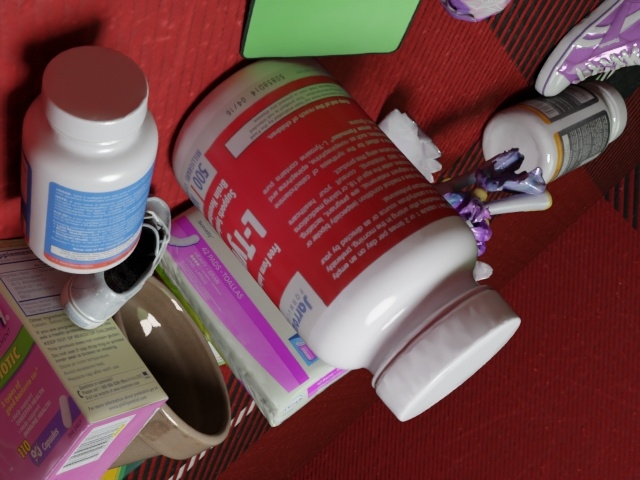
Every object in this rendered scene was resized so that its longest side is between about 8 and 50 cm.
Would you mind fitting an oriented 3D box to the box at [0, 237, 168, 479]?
[{"bbox_3d":[-0.324,0.157,1.076,0.213,0.243,0.117,-49,159,27],"label":"box"}]

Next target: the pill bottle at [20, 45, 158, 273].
[{"bbox_3d":[-0.221,-0.074,0.934,0.124,0.124,0.221,-28,159,-32],"label":"pill bottle"}]

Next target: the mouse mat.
[{"bbox_3d":[0.014,-0.241,1.047,0.190,0.007,0.152,-6,157,-16],"label":"mouse mat"}]

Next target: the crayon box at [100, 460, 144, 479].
[{"bbox_3d":[-0.452,0.426,1.697,0.278,0.081,0.165,-38,162,-5],"label":"crayon box"}]

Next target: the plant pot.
[{"bbox_3d":[-0.280,0.201,1.286,0.229,0.263,0.263,-31,163,10],"label":"plant pot"}]

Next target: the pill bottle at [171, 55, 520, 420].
[{"bbox_3d":[0.029,-0.004,1.128,0.229,0.407,0.229,-35,160,-15],"label":"pill bottle"}]

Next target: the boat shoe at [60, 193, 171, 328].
[{"bbox_3d":[-0.206,0.010,1.092,0.081,0.079,0.227,-31,-160,30],"label":"boat shoe"}]

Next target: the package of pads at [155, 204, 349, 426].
[{"bbox_3d":[-0.054,0.054,1.276,0.229,0.296,0.101,-33,163,-22],"label":"package of pads"}]

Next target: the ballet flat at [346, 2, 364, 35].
[{"bbox_3d":[0.037,-0.272,1.069,0.074,0.074,0.203,-38,164,-5],"label":"ballet flat"}]

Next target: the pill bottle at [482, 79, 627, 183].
[{"bbox_3d":[0.449,-0.207,1.857,0.278,0.162,0.162,-25,156,-37],"label":"pill bottle"}]

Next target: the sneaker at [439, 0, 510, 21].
[{"bbox_3d":[0.185,-0.318,1.219,0.236,0.095,0.104,-17,158,-52],"label":"sneaker"}]

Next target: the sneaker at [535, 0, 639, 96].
[{"bbox_3d":[0.522,-0.328,1.727,0.282,0.161,0.102,-44,163,16],"label":"sneaker"}]

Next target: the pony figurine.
[{"bbox_3d":[0.178,-0.046,1.554,0.363,0.303,0.351,-16,176,-28],"label":"pony figurine"}]

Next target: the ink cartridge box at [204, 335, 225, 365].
[{"bbox_3d":[-0.122,0.081,1.524,0.189,0.097,0.255,-14,149,-52],"label":"ink cartridge box"}]
